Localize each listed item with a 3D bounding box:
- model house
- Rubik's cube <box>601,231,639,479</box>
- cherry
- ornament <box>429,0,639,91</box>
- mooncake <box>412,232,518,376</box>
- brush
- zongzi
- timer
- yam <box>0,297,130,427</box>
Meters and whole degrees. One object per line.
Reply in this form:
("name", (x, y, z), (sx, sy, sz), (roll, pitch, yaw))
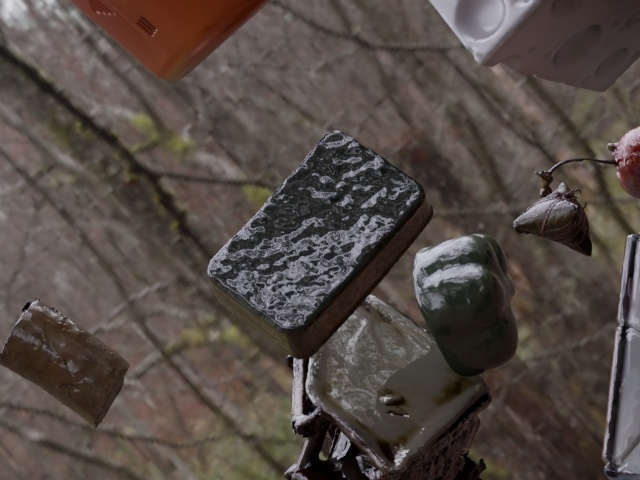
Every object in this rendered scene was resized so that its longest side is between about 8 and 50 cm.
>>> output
("model house", (0.036, 0.271, 1.504), (0.297, 0.317, 0.282), (-13, -53, -41))
("Rubik's cube", (0.386, 0.134, 1.088), (0.224, 0.231, 0.221), (45, -129, -60))
("cherry", (0.384, -0.090, 1.569), (0.226, 0.090, 0.107), (-13, -24, 2))
("ornament", (0.221, -0.311, 1.131), (0.240, 0.240, 0.239), (2, -41, -51))
("mooncake", (0.180, 0.074, 1.465), (0.104, 0.175, 0.168), (-18, -29, 14))
("brush", (0.000, 0.000, 1.114), (0.197, 0.123, 0.059), (-49, -25, -14))
("zongzi", (0.228, -0.029, 1.166), (0.067, 0.073, 0.083), (-24, -34, 31))
("timer", (-0.167, -0.306, 1.238), (0.161, 0.257, 0.250), (-51, 10, -16))
("yam", (-0.263, 0.126, 1.273), (0.084, 0.127, 0.084), (-58, -4, -7))
